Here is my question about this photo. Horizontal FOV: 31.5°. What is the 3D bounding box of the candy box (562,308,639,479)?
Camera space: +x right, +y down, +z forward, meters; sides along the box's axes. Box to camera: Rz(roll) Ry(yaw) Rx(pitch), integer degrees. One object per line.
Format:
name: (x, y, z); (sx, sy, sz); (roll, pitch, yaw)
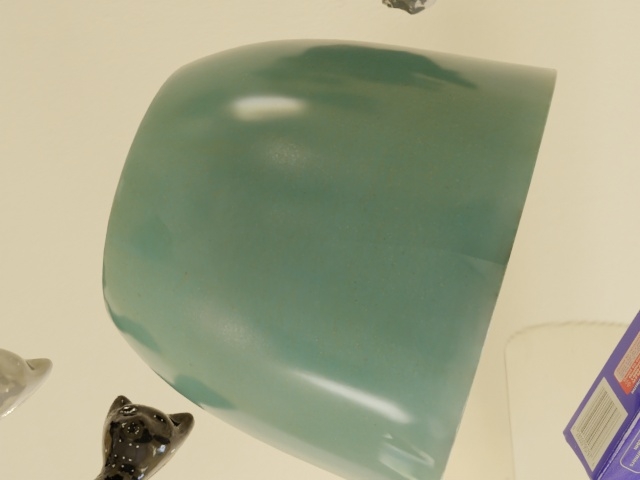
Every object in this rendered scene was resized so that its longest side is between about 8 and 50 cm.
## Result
candy box: (0.422, 0.147, 0.985); (0.317, 0.122, 0.268); (27, -76, -8)

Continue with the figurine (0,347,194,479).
figurine: (-0.230, 0.180, 0.888); (0.215, 0.209, 0.092); (22, -43, 6)

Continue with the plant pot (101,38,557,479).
plant pot: (0.000, 0.000, 0.743); (0.235, 0.293, 0.293); (17, -75, 7)

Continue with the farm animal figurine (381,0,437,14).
farm animal figurine: (-0.015, -0.339, 0.767); (0.172, 0.330, 0.327); (-22, -59, 20)
